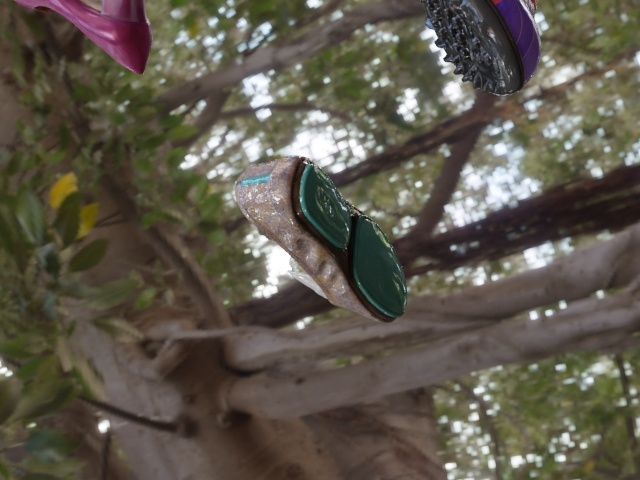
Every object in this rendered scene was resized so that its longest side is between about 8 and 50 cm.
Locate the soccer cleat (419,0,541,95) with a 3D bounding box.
[{"bbox_3d":[0.127,-0.221,0.972,0.318,0.116,0.108,-111,2,-56],"label":"soccer cleat"}]

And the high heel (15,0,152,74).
[{"bbox_3d":[-0.307,-0.274,1.540,0.082,0.244,0.117,-20,-66,-55],"label":"high heel"}]

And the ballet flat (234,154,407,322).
[{"bbox_3d":[0.000,0.000,1.369,0.316,0.106,0.107,52,-137,-50],"label":"ballet flat"}]
